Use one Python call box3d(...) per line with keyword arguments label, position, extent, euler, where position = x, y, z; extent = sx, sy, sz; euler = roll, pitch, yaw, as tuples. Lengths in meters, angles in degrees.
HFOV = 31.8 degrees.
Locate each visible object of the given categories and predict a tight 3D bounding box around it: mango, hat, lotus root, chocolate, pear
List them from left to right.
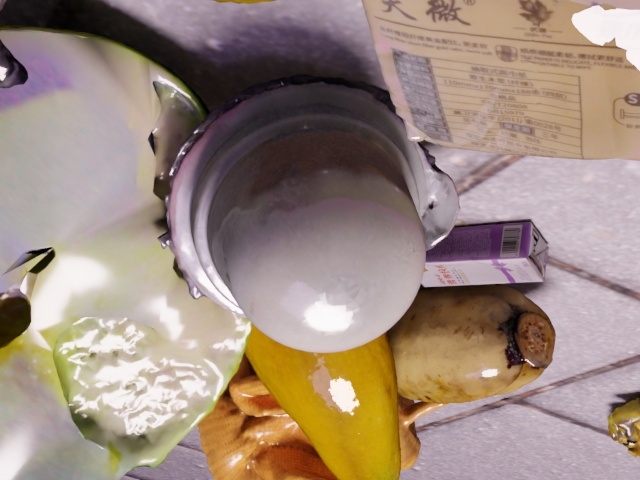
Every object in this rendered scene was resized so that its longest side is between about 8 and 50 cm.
box3d(label="pear", position=(-0.247, 0.012, 0.861), extent=(0.399, 0.398, 0.165), euler=(28, -171, -31))
box3d(label="mango", position=(0.000, 0.103, 1.014), extent=(0.176, 0.119, 0.316), euler=(21, 139, 55))
box3d(label="chocolate", position=(0.007, 0.005, 0.776), extent=(0.221, 0.147, 0.221), euler=(-11, 125, -16))
box3d(label="hat", position=(0.032, 0.168, 1.161), extent=(0.233, 0.233, 0.244), euler=(-14, 103, 36))
box3d(label="lotus root", position=(0.119, 0.097, 1.055), extent=(0.125, 0.118, 0.221), euler=(19, 163, -41))

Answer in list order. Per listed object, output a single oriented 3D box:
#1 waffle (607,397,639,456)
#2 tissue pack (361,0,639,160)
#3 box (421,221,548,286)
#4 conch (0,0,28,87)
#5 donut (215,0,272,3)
box3d(label="waffle", position=(0.449, 0.214, 1.237), extent=(0.262, 0.060, 0.280), euler=(2, 153, 19))
box3d(label="tissue pack", position=(0.152, -0.121, 0.583), extent=(0.257, 0.122, 0.215), euler=(2, 151, 16))
box3d(label="box", position=(0.134, 0.014, 0.972), extent=(0.117, 0.036, 0.050), euler=(-6, 149, 32))
box3d(label="conch", position=(-0.281, -0.149, 0.579), extent=(0.241, 0.186, 0.313), euler=(-27, 129, 0))
box3d(label="donut", position=(-0.044, -0.203, 0.425), extent=(0.272, 0.107, 0.272), euler=(17, 136, 17))
